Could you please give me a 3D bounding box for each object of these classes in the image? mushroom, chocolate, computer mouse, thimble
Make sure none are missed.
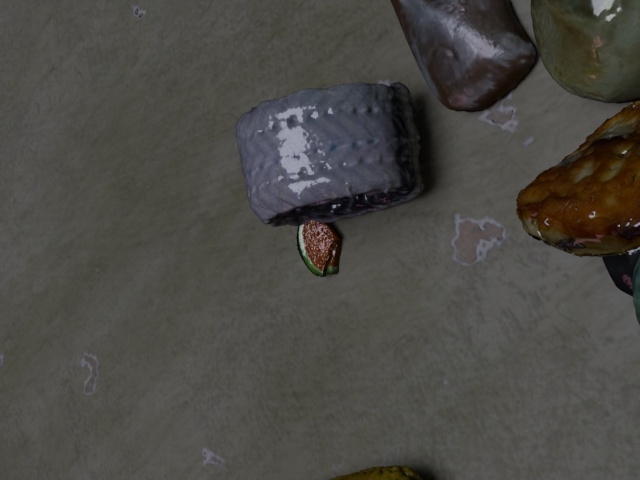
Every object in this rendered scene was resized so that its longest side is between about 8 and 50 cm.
[{"bbox_3d":[0.339,-0.269,1.482,0.267,0.164,0.189,-22,73,41],"label":"mushroom"},{"bbox_3d":[0.164,-0.292,1.702,0.157,0.080,0.254,-38,64,36],"label":"chocolate"},{"bbox_3d":[0.367,-0.017,1.522,0.099,0.057,0.172,-2,86,40],"label":"computer mouse"},{"bbox_3d":[0.012,-0.113,1.758,0.245,0.217,0.157,-14,84,26],"label":"thimble"}]

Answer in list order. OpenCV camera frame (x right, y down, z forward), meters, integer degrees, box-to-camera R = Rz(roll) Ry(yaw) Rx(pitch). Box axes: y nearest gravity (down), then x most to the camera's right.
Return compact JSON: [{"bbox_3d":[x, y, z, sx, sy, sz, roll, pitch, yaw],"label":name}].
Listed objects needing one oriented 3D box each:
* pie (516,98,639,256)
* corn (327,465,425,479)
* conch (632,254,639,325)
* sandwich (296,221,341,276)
[{"bbox_3d":[0.365,-0.089,1.406,0.308,0.308,0.085,-22,108,41],"label":"pie"},{"bbox_3d":[0.016,0.393,1.805,0.363,0.120,0.120,-28,70,41],"label":"corn"},{"bbox_3d":[0.438,0.044,1.381,0.220,0.195,0.277,-57,38,18],"label":"conch"},{"bbox_3d":[-0.001,0.005,1.890,0.069,0.026,0.101,-46,63,27],"label":"sandwich"}]
